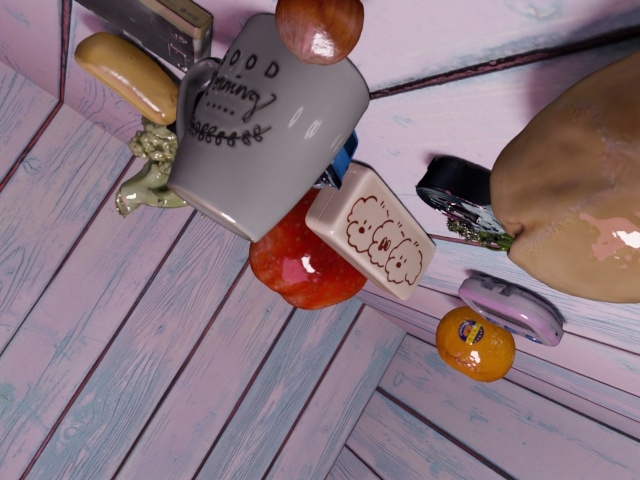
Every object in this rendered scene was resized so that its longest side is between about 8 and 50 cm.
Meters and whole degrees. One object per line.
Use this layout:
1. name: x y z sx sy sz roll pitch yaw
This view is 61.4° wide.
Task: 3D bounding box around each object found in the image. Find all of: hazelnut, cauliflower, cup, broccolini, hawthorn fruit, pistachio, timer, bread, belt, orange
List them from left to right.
1. bread: -0.363 -0.318 1.051 0.217 0.098 0.147 40 170 -34
2. cauliflower: -0.364 -0.180 1.332 0.327 0.281 0.261 44 145 22
3. cup: -0.103 -0.144 0.697 0.258 0.234 0.186 29 171 29
4. hazelnut: -0.002 -0.204 0.501 0.086 0.086 0.086 30 172 5
5. hawthorn fruit: 0.000 0.000 1.191 0.287 0.287 0.330 34 145 -20
6. belt: 0.195 -0.057 0.726 0.140 0.058 0.105 27 171 26
7. orange: 0.419 0.278 1.463 0.219 0.193 0.219 32 157 15
8. broccolini: 0.278 0.009 0.823 0.201 0.058 0.074 35 178 -21
9. timer: 0.407 0.148 1.152 0.208 0.069 0.190 24 169 47
10. pistachio: 0.225 -0.041 0.386 0.293 0.181 0.162 115 133 -79

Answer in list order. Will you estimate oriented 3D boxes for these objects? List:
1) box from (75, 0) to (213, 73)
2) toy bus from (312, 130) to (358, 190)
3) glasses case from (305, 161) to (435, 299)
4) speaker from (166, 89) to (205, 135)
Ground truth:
1. box: -0.282 -0.346 0.780 0.270 0.045 0.211 33 170 -11
2. toy bus: -0.043 -0.156 0.833 0.184 0.106 0.090 23 173 18
3. glasses case: 0.109 -0.008 1.042 0.076 0.144 0.336 23 170 41
4. speaker: -0.259 -0.255 1.107 0.044 0.082 0.218 35 170 -27
